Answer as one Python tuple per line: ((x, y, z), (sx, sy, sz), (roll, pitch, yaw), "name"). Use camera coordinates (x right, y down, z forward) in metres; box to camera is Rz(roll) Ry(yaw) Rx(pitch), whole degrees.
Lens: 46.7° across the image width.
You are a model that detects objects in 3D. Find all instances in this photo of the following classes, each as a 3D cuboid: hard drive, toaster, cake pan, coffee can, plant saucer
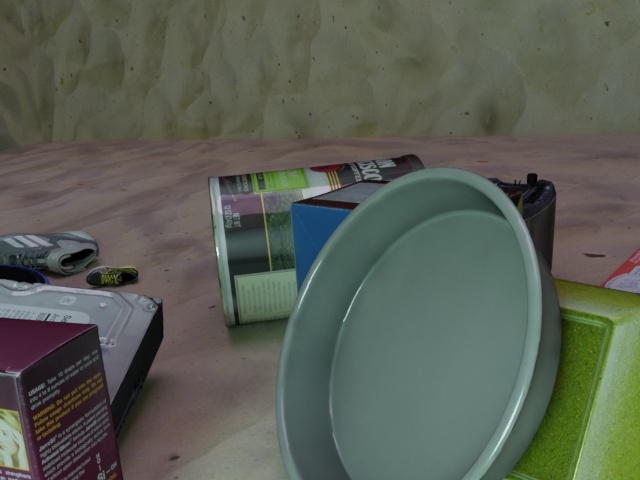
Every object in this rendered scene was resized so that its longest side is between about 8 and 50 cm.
((-0.350, 0.122, 0.736), (0.339, 0.064, 0.237), (7, 29, 2), "hard drive")
((0.248, 0.000, 1.014), (0.129, 0.146, 0.227), (5, 19, 29), "toaster")
((0.068, 0.086, 0.590), (0.054, 0.293, 0.293), (24, -1, -31), "cake pan")
((0.000, 0.000, 0.987), (0.275, 0.201, 0.201), (-7, 16, -7), "coffee can")
((0.154, 0.114, 0.569), (0.188, 0.188, 0.045), (11, -10, 44), "plant saucer")

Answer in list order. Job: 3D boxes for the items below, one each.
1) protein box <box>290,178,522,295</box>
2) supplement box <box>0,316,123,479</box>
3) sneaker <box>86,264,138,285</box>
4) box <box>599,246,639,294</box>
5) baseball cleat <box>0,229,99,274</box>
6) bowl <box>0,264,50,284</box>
((0.092, 0.049, 0.784), (0.201, 0.200, 0.136), (9, 20, 40), "protein box")
((-0.205, 0.155, 0.515), (0.104, 0.188, 0.081), (2, 16, 22), "supplement box")
((-0.332, 0.057, 1.188), (0.083, 0.031, 0.035), (-10, 17, -20), "sneaker")
((0.348, 0.091, 0.672), (0.154, 0.142, 0.300), (7, 19, 36), "box")
((-0.488, 0.025, 1.275), (0.206, 0.072, 0.109), (-14, 25, -19), "baseball cleat")
((-0.532, 0.118, 0.948), (0.391, 0.077, 0.391), (-4, 15, 1), "bowl")
